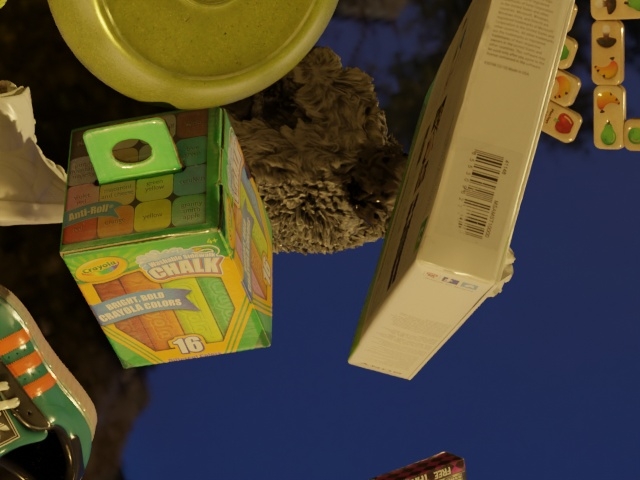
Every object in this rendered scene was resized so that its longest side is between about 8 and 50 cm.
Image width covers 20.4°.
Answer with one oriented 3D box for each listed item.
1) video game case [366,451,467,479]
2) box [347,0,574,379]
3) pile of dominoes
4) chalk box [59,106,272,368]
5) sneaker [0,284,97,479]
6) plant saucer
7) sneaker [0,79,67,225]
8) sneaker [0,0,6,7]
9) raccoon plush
[{"bbox_3d":[0.057,0.347,1.802,0.232,0.210,0.042,-15,-166,-29],"label":"video game case"},{"bbox_3d":[0.094,-0.045,1.224,0.058,0.232,0.322,18,164,-3],"label":"box"},{"bbox_3d":[0.253,-0.201,1.570,0.196,0.251,0.040,3,-170,31],"label":"pile of dominoes"},{"bbox_3d":[-0.125,-0.015,1.421,0.132,0.213,0.132,-9,-128,11],"label":"chalk box"},{"bbox_3d":[-0.323,0.145,1.769,0.108,0.302,0.121,-26,-144,18],"label":"sneaker"},{"bbox_3d":[-0.084,-0.208,1.321,0.241,0.241,0.037,-22,-153,-13],"label":"plant saucer"},{"bbox_3d":[-0.340,-0.101,2.063,0.108,0.169,0.292,-5,178,12],"label":"sneaker"},{"bbox_3d":[-0.383,-0.331,1.797,0.109,0.295,0.123,-5,-120,3],"label":"sneaker"},{"bbox_3d":[0.000,0.000,1.974,0.216,0.299,0.446,-28,-121,-21],"label":"raccoon plush"}]
